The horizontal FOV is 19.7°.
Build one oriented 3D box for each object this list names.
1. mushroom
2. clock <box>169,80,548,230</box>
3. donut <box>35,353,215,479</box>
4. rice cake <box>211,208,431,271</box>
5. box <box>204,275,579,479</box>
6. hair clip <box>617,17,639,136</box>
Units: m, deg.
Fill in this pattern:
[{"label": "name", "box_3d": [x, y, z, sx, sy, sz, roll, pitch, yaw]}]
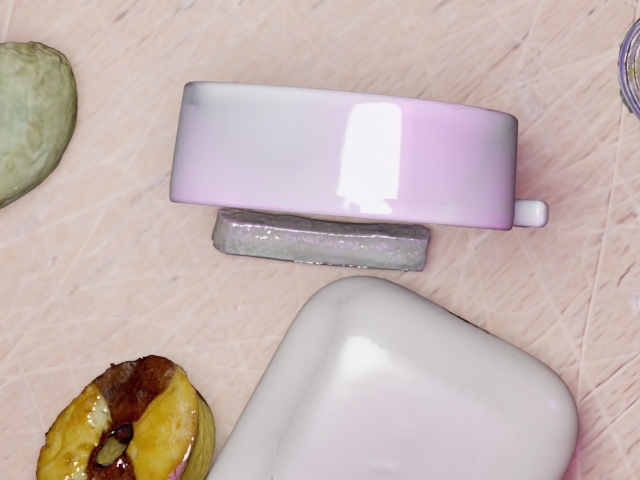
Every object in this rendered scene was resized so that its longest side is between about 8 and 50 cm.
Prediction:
[{"label": "mushroom", "box_3d": [-0.366, -0.107, 1.679, 0.267, 0.164, 0.189, 11, 93, 1]}, {"label": "clock", "box_3d": [0.038, -0.069, 1.587, 0.338, 0.338, 0.102, 5, 91, 2]}, {"label": "donut", "box_3d": [-0.173, 0.197, 1.704, 0.184, 0.073, 0.166, -48, 48, 0]}, {"label": "rice cake", "box_3d": [0.000, 0.000, 1.728, 0.207, 0.036, 0.047, 4, 110, 1]}, {"label": "box", "box_3d": [0.054, 0.227, 1.693, 0.289, 0.141, 0.349, 28, 93, -1]}, {"label": "hair clip", "box_3d": [0.341, -0.169, 1.709, 0.172, 0.049, 0.116, -42, 78, 12]}]
